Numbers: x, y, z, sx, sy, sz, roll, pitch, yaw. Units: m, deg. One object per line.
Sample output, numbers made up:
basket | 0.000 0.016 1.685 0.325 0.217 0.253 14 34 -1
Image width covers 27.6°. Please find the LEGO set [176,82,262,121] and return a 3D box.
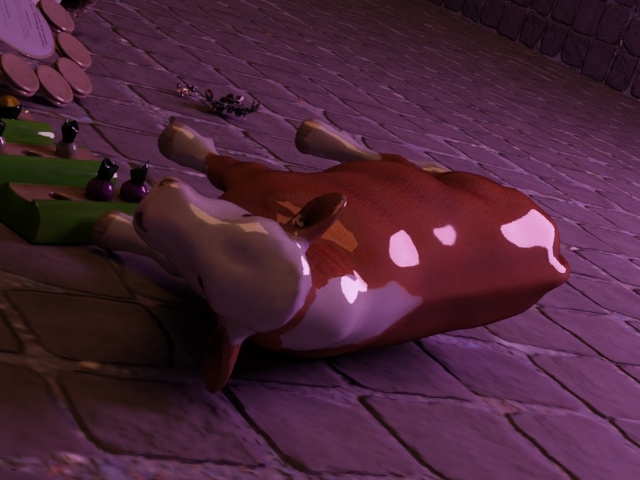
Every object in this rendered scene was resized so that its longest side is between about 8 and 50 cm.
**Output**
LEGO set | -0.090 -0.122 1.165 0.083 0.023 0.054 16 6 42

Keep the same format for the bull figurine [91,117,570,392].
bull figurine | 0.000 0.000 0.689 0.310 0.101 0.188 3 21 -46

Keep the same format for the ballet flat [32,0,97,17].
ballet flat | -0.336 -0.254 1.099 0.182 0.164 0.483 51 22 12

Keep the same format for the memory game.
memory game | -0.246 -0.176 0.997 0.186 0.012 0.186 43 22 -22

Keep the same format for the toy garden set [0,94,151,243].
toy garden set | -0.224 -0.071 0.752 0.244 0.049 0.204 31 19 35
